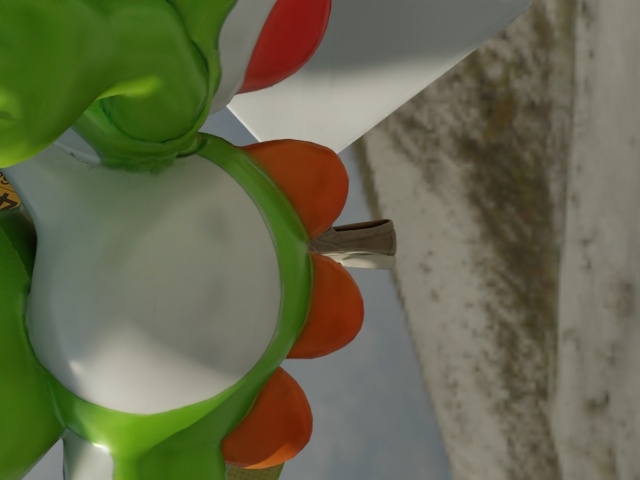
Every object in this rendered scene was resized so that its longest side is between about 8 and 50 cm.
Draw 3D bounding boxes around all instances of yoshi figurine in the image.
[{"bbox_3d":[-0.104,-0.053,0.419,0.203,0.203,0.362,-32,-55,-61],"label":"yoshi figurine"}]

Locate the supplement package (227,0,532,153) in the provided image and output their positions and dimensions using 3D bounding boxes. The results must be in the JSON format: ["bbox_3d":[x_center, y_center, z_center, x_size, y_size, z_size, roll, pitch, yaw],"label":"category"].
[{"bbox_3d":[0.010,-0.162,0.666,0.139,0.134,0.244,47,-156,-17],"label":"supplement package"}]

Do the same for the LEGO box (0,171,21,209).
[{"bbox_3d":[-0.435,-0.052,1.086,0.193,0.500,0.372,100,-168,-49],"label":"LEGO box"}]

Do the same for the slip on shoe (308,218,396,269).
[{"bbox_3d":[0.000,0.000,1.159,0.051,0.135,0.041,-135,49,-74],"label":"slip on shoe"}]

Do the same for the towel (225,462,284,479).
[{"bbox_3d":[-0.054,0.110,0.754,0.060,0.083,0.009,-66,17,8],"label":"towel"}]
